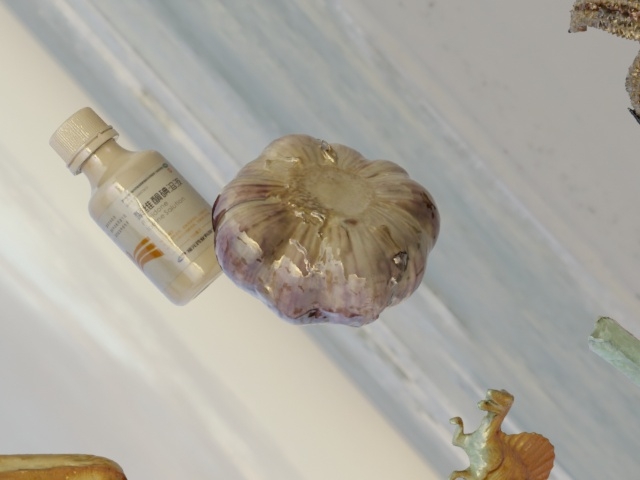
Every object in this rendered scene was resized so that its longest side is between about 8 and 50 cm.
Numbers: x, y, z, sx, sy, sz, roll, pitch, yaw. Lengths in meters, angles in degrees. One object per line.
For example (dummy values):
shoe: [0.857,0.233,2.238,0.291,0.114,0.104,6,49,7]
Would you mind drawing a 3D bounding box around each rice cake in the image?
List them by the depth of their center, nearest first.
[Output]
rice cake: [0.394,0.164,1.644,0.211,0.043,0.034,40,142,-7]

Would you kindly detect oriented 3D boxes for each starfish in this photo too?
starfish: [0.434,-0.221,1.651,0.312,0.113,0.303,52,146,20]

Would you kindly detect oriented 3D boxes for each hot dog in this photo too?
hot dog: [-0.297,0.263,1.400,0.076,0.249,0.102,146,123,-73]

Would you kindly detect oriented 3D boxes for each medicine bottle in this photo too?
medicine bottle: [-0.210,-0.046,1.647,0.252,0.114,0.114,47,177,1]

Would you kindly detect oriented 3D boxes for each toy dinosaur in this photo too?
toy dinosaur: [0.186,0.235,1.392,0.212,0.142,0.057,35,-176,-37]

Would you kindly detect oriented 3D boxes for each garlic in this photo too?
garlic: [0.000,0.000,1.494,0.245,0.245,0.160,46,141,26]
